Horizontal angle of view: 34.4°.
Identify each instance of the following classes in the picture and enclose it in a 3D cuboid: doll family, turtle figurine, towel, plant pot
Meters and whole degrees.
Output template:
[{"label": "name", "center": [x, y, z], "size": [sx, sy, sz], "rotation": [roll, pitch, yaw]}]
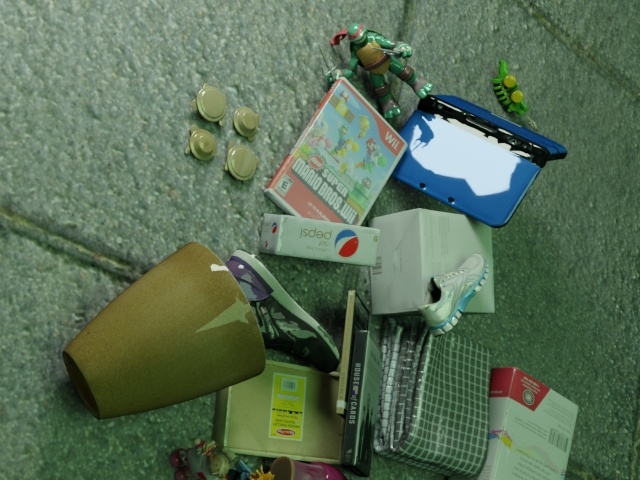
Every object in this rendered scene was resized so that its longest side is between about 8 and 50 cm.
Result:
[{"label": "doll family", "center": [-0.129, 0.423, 1.657], "size": [0.118, 0.163, 0.263], "rotation": [-20, 95, -41]}, {"label": "turtle figurine", "center": [0.109, -0.349, 2.016], "size": [0.234, 0.175, 0.118], "rotation": [42, 40, -37]}, {"label": "towel", "center": [0.227, 0.301, 2.013], "size": [0.235, 0.121, 0.284], "rotation": [23, 68, -36]}, {"label": "plant pot", "center": [-0.254, 0.162, 1.583], "size": [0.254, 0.237, 0.237], "rotation": [-28, 101, -24]}]

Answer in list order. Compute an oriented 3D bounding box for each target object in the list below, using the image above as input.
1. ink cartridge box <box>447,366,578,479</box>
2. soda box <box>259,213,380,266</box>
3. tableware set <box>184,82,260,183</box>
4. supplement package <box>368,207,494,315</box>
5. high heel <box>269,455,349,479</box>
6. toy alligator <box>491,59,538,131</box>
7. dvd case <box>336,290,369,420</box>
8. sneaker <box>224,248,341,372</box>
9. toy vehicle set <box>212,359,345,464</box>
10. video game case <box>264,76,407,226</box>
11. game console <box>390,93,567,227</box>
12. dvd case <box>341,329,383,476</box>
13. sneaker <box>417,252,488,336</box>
[{"label": "ink cartridge box", "center": [0.393, 0.443, 2.124], "size": [0.226, 0.131, 0.306], "rotation": [34, 63, -32]}, {"label": "soda box", "center": [0.000, 0.000, 1.880], "size": [0.216, 0.069, 0.074], "rotation": [8, 90, -31]}, {"label": "tableware set", "center": [-0.168, -0.189, 1.828], "size": [0.168, 0.020, 0.141], "rotation": [25, 69, -36]}, {"label": "supplement package", "center": [0.218, 0.050, 2.029], "size": [0.203, 0.149, 0.194], "rotation": [6, 79, -40]}, {"label": "high heel", "center": [-0.032, 0.564, 1.750], "size": [0.181, 0.127, 0.377], "rotation": [28, 69, -41]}, {"label": "toy alligator", "center": [0.434, -0.319, 2.350], "size": [0.051, 0.056, 0.190], "rotation": [-29, 107, 3]}, {"label": "dvd case", "center": [0.060, 0.218, 1.890], "size": [0.164, 0.018, 0.221], "rotation": [56, 38, -69]}, {"label": "sneaker", "center": [-0.090, 0.154, 1.799], "size": [0.283, 0.107, 0.124], "rotation": [47, 69, -19]}, {"label": "toy vehicle set", "center": [-0.066, 0.300, 1.818], "size": [0.267, 0.035, 0.166], "rotation": [16, 72, -38]}, {"label": "video game case", "center": [0.035, -0.139, 1.965], "size": [0.204, 0.025, 0.285], "rotation": [43, 65, -27]}, {"label": "game console", "center": [0.315, -0.167, 2.106], "size": [0.250, 0.293, 0.173], "rotation": [-12, 128, -61]}, {"label": "dvd case", "center": [0.078, 0.299, 1.876], "size": [0.179, 0.029, 0.239], "rotation": [60, 34, -68]}, {"label": "sneaker", "center": [0.242, 0.082, 1.904], "size": [0.083, 0.071, 0.191], "rotation": [48, 57, -18]}]
